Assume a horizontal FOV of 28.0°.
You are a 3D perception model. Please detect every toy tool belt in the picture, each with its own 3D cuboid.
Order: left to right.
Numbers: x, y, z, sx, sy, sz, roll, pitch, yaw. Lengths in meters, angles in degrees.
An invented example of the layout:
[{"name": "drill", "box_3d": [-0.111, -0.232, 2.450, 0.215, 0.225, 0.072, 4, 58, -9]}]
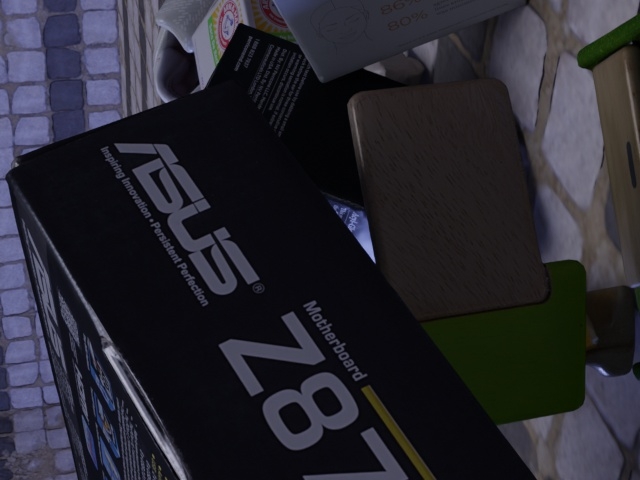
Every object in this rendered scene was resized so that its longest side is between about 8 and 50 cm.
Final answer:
[{"name": "toy tool belt", "box_3d": [0.043, -0.115, 0.935, 0.083, 0.052, 0.051, -117, 32, -56]}]

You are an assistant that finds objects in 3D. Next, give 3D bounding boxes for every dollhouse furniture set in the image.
[{"name": "dollhouse furniture set", "box_3d": [0.060, 0.003, 0.616, 0.301, 0.197, 0.151, 153, 108, -75]}]

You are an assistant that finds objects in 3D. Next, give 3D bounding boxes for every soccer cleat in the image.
[{"name": "soccer cleat", "box_3d": [-0.108, -0.163, 1.232, 0.116, 0.143, 0.331, 37, 160, 12]}]

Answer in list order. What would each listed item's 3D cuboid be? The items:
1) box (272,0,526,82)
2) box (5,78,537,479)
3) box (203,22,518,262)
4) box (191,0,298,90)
[{"name": "box", "box_3d": [0.026, -0.180, 0.682, 0.170, 0.130, 0.091, 54, -162, -63]}, {"name": "box", "box_3d": [0.005, 0.185, 0.484, 0.318, 0.097, 0.395, 56, 158, 31]}, {"name": "box", "box_3d": [0.000, 0.000, 0.850, 0.261, 0.184, 0.103, 109, -175, -60]}, {"name": "box", "box_3d": [-0.021, -0.101, 1.026, 0.103, 0.114, 0.203, -42, 54, 54]}]
